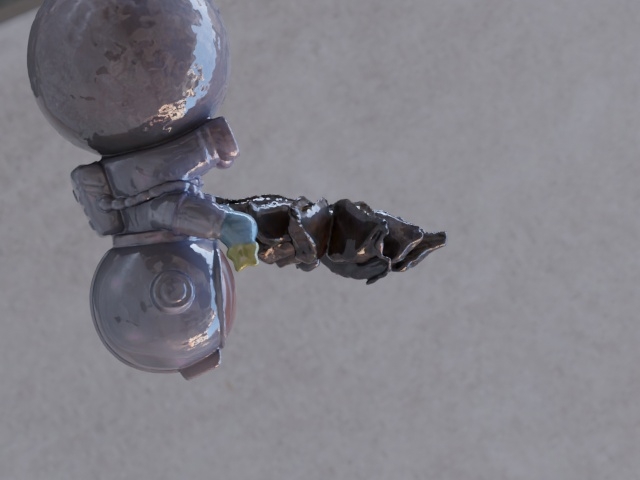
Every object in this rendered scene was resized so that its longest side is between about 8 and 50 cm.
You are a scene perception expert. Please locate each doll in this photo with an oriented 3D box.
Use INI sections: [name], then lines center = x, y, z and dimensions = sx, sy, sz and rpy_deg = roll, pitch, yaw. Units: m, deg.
[doll]
center = -0.121, -0.043, 1.083
dimensions = 0.151, 0.151, 0.287
rpy_deg = -11, -93, 62

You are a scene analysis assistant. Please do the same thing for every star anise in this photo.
[star anise]
center = 0.000, 0.000, 1.269
dimensions = 0.182, 0.195, 0.065
rpy_deg = 5, -94, 31
